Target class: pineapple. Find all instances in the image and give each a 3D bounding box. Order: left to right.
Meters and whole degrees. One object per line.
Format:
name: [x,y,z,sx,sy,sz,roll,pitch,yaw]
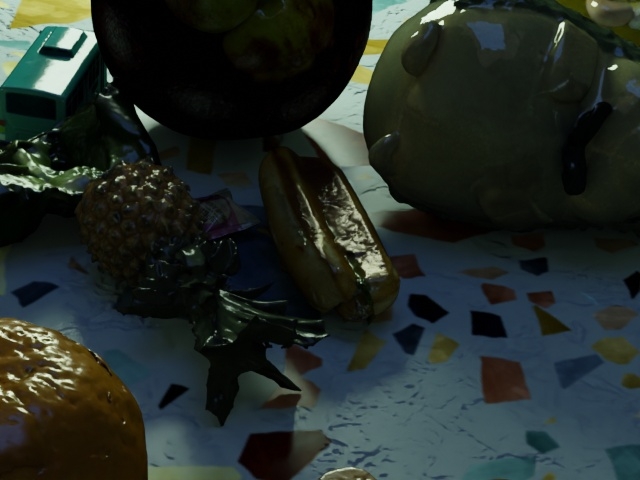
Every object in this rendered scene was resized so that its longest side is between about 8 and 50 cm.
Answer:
pineapple: [-0.106,0.038,1.330,0.130,0.119,0.277,36,8,-45]

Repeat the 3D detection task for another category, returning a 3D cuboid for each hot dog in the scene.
hot dog: [0.000,0.000,1.434,0.104,0.076,0.250,11,32,-28]

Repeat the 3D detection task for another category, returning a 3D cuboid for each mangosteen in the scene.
mangosteen: [-0.098,-0.256,1.591,0.297,0.313,0.297,-11,51,14]

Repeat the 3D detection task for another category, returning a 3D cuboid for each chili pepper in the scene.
chili pepper: [-0.281,-0.052,1.455,0.264,0.116,0.148,-16,50,-28]

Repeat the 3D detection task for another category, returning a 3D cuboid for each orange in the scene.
orange: [-0.225,0.157,1.054,0.219,0.193,0.219,3,48,-4]

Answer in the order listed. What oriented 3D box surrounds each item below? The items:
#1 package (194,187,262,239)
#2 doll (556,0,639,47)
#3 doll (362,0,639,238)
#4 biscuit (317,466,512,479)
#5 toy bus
package: [-0.099,-0.028,1.498,0.059,0.029,0.083,-17,33,-23]
doll: [0.393,-0.304,1.879,0.423,0.161,0.348,30,28,31]
doll: [0.220,-0.110,1.494,0.349,0.247,0.247,14,31,-14]
biscuit: [0.110,0.234,1.120,0.250,0.036,0.165,5,34,6]
toy bus: [-0.275,-0.159,1.616,0.079,0.092,0.160,10,33,6]
